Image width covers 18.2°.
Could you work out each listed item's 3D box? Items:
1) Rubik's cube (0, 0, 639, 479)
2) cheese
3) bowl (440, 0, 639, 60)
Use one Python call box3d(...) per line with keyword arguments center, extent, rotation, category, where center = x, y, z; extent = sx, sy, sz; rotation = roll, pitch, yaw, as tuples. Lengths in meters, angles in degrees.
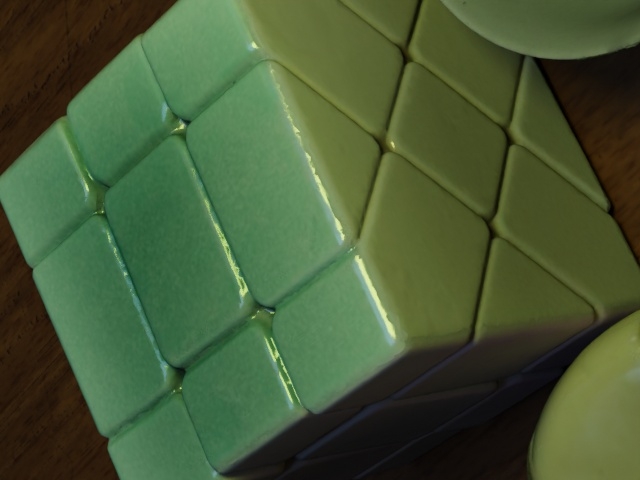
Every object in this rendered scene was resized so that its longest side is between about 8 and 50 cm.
box3d(center=(0.000, 0.000, 1.529), extent=(0.316, 0.318, 0.322), rotation=(-40, 68, 38), category="Rubik's cube")
box3d(center=(0.274, 0.178, 1.420), extent=(0.233, 0.127, 0.266), rotation=(-44, 67, 34), category="cheese")
box3d(center=(0.217, -0.297, 1.399), extent=(0.345, 0.157, 0.346), rotation=(5, 97, 44), category="bowl")
